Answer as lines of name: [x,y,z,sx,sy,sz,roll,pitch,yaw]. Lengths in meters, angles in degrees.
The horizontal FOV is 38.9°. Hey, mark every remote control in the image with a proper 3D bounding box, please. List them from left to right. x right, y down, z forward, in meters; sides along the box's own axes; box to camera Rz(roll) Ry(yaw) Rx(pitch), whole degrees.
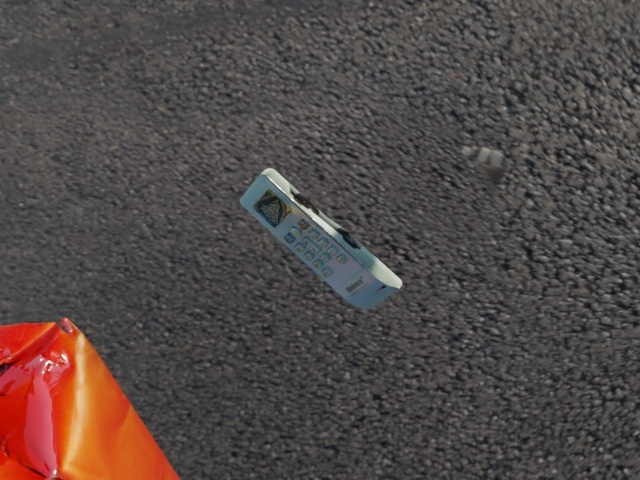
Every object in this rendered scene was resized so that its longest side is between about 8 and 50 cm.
remote control: [0.000,0.000,0.855,0.166,0.029,0.065,42,145,-4]

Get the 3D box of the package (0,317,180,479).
package: [-0.112,0.217,0.426,0.195,0.123,0.424,-6,121,36]
